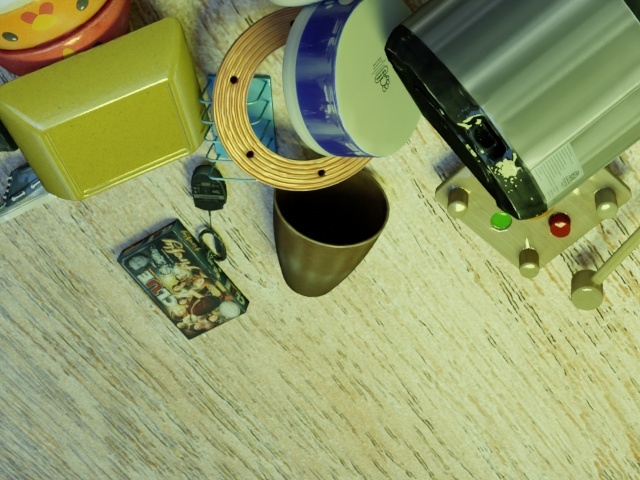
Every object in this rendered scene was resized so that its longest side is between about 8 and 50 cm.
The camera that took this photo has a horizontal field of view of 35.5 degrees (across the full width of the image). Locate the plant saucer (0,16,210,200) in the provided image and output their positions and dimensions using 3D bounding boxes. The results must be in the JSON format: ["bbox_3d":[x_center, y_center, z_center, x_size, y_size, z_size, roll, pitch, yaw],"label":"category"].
[{"bbox_3d":[-0.353,-0.197,1.722,0.333,0.081,0.333,-24,154,-7],"label":"plant saucer"}]

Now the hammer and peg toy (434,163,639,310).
[{"bbox_3d":[0.422,-0.057,1.800,0.361,0.127,0.266,38,121,-14],"label":"hammer and peg toy"}]

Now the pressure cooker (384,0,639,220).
[{"bbox_3d":[0.356,-0.279,1.488,0.420,0.370,0.375,-38,90,6],"label":"pressure cooker"}]

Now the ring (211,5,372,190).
[{"bbox_3d":[-0.024,-0.247,1.749,0.337,0.032,0.336,-7,117,-14],"label":"ring"}]

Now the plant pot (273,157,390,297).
[{"bbox_3d":[0.000,0.000,1.897,0.215,0.215,0.230,17,138,0],"label":"plant pot"}]

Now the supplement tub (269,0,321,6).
[{"bbox_3d":[-0.038,-0.518,1.539,0.191,0.191,0.272,-10,121,18],"label":"supplement tub"}]

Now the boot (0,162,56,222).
[{"bbox_3d":[-0.615,-0.102,2.033,0.190,0.069,0.086,-23,110,16],"label":"boot"}]

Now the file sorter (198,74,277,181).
[{"bbox_3d":[-0.153,-0.203,1.834,0.118,0.104,0.170,4,125,10],"label":"file sorter"}]

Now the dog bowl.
[{"bbox_3d":[0.061,-0.265,1.609,0.104,0.265,0.264,8,129,38],"label":"dog bowl"}]

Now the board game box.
[{"bbox_3d":[-0.287,0.086,2.100,0.165,0.042,0.243,-27,115,27],"label":"board game box"}]

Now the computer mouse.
[{"bbox_3d":[-0.215,-0.056,1.996,0.071,0.041,0.242,5,131,7],"label":"computer mouse"}]

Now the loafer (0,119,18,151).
[{"bbox_3d":[-0.652,-0.241,1.943,0.061,0.062,0.170,-10,120,24],"label":"loafer"}]

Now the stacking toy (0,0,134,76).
[{"bbox_3d":[-0.422,-0.349,1.721,0.351,0.350,0.480,-8,140,17],"label":"stacking toy"}]
